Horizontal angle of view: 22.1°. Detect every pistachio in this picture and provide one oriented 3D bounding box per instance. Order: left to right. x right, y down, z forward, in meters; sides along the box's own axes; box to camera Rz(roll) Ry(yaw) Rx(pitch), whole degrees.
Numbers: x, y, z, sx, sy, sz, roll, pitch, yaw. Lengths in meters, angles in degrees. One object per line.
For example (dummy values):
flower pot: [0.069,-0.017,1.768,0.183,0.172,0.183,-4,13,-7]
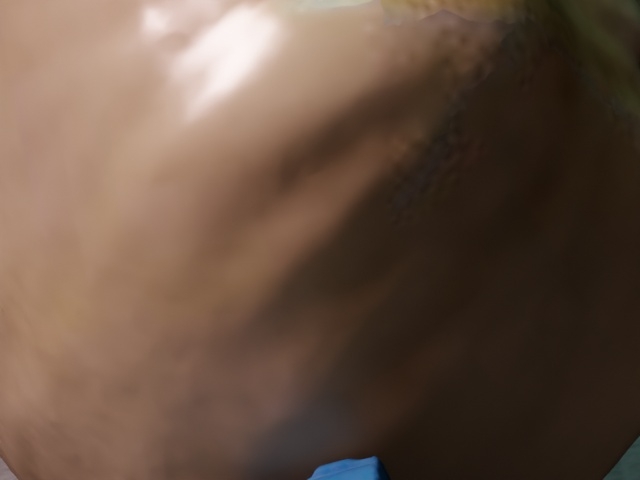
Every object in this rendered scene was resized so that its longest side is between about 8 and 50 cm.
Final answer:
pistachio: [0.000,0.000,0.738,0.365,0.445,0.281,1,45,-1]

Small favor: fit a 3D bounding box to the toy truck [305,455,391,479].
toy truck: [-0.032,0.195,0.467,0.162,0.161,0.385,-19,11,13]
